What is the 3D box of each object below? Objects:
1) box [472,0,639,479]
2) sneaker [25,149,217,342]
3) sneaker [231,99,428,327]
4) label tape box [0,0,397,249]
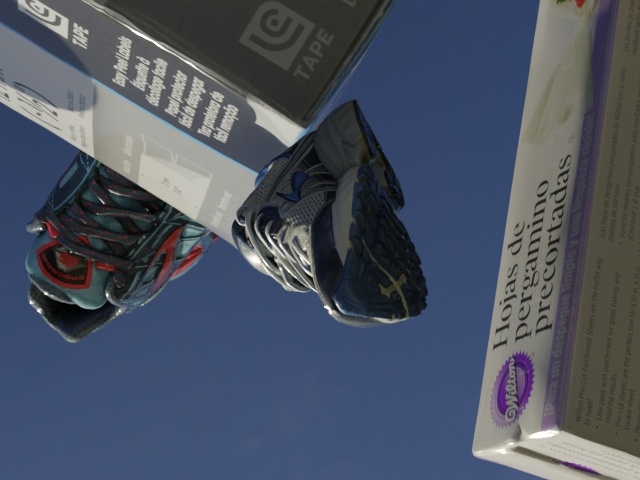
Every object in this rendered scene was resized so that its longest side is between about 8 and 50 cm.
[{"bbox_3d":[0.123,-0.065,0.658,0.067,0.063,0.324,19,-112,-21],"label":"box"},{"bbox_3d":[-0.112,-0.010,0.984,0.125,0.104,0.262,-47,-7,-29],"label":"sneaker"},{"bbox_3d":[0.000,0.000,0.573,0.058,0.135,0.052,-26,-70,9],"label":"sneaker"},{"bbox_3d":[-0.143,-0.147,0.747,0.115,0.347,0.249,-61,2,-13],"label":"label tape box"}]
